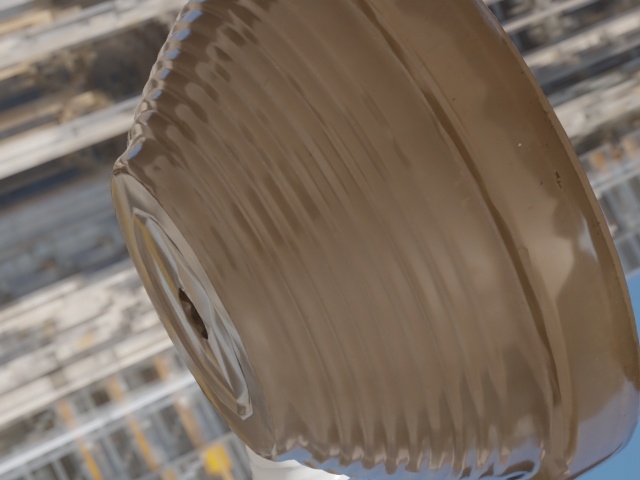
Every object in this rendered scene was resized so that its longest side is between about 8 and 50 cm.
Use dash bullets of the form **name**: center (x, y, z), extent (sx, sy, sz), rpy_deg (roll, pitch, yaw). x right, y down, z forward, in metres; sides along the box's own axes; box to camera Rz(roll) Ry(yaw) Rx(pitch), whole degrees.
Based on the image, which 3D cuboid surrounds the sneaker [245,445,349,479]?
- **sneaker**: center (0.014, 0.080, 1.638), extent (0.114, 0.305, 0.152), rpy_deg (-8, -63, 25)

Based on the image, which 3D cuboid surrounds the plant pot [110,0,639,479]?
- **plant pot**: center (0.000, 0.000, 0.696), extent (0.237, 0.109, 0.237), rpy_deg (54, -18, 27)
